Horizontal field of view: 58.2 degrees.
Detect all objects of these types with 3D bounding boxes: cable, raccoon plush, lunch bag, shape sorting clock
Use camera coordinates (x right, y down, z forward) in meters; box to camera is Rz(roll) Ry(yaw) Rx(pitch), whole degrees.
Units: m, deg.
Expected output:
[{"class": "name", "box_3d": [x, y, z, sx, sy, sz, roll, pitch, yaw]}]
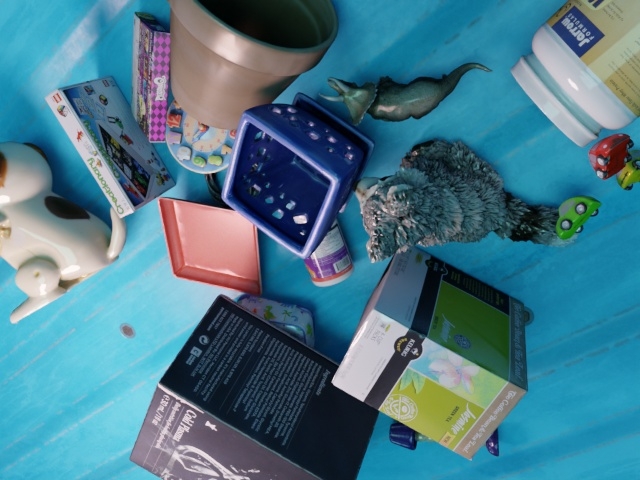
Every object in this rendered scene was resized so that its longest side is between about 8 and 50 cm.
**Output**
[{"class": "cable", "box_3d": [-0.209, -0.158, 1.379, 0.150, 0.047, 0.184, 6, 113, 11]}, {"class": "raccoon plush", "box_3d": [0.286, -0.057, 1.107, 0.446, 0.299, 0.216, 7, 115, 15]}, {"class": "lunch bag", "box_3d": [-0.124, 0.236, 1.488, 0.219, 0.090, 0.176, 7, 130, 15]}, {"class": "shape sorting clock", "box_3d": [-0.264, -0.258, 1.319, 0.206, 0.040, 0.206, 1, 94, 17]}]

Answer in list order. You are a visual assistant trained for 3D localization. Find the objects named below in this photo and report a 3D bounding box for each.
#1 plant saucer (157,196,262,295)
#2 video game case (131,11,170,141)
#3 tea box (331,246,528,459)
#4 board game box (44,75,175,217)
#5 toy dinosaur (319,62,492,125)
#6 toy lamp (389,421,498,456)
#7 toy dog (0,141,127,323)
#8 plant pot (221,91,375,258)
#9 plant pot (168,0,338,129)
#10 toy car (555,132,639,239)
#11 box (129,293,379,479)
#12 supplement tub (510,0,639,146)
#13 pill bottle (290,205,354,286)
[{"class": "plant saucer", "box_3d": [-0.265, 0.007, 1.444, 0.258, 0.048, 0.259, 11, 130, 14]}, {"class": "video game case", "box_3d": [-0.376, -0.361, 1.262, 0.042, 0.210, 0.232, -4, 121, -28]}, {"class": "tea box", "box_3d": [0.244, 0.217, 1.230, 0.323, 0.329, 0.220, 27, 119, 6]}, {"class": "board game box", "box_3d": [-0.481, -0.225, 1.350, 0.053, 0.193, 0.305, -21, 105, 25]}, {"class": "toy dinosaur", "box_3d": [0.172, -0.275, 1.125, 0.313, 0.160, 0.121, 3, 115, 19]}, {"class": "toy lamp", "box_3d": [0.316, 0.508, 1.486, 0.274, 0.080, 0.080, -3, 113, 17]}, {"class": "toy dog", "box_3d": [-0.738, -0.053, 1.470, 0.395, 0.284, 0.408, -28, 100, 27]}, {"class": "plant pot", "box_3d": [-0.035, -0.147, 1.177, 0.236, 0.212, 0.236, 35, 134, 11]}, {"class": "plant pot", "box_3d": [-0.166, -0.379, 1.133, 0.323, 0.323, 0.280, 37, 135, -1]}, {"class": "toy car", "box_3d": [0.517, -0.098, 1.080, 0.225, 0.239, 0.053, -56, 50, 28]}, {"class": "box", "box_3d": [-0.172, 0.467, 1.439, 0.472, 0.297, 0.480, 29, 135, -1]}, {"class": "supplement tub", "box_3d": [0.503, -0.330, 0.949, 0.228, 0.228, 0.316, 44, 119, -4]}, {"class": "pill bottle", "box_3d": [0.000, 0.000, 1.339, 0.108, 0.108, 0.193, -13, 108, 23]}]
